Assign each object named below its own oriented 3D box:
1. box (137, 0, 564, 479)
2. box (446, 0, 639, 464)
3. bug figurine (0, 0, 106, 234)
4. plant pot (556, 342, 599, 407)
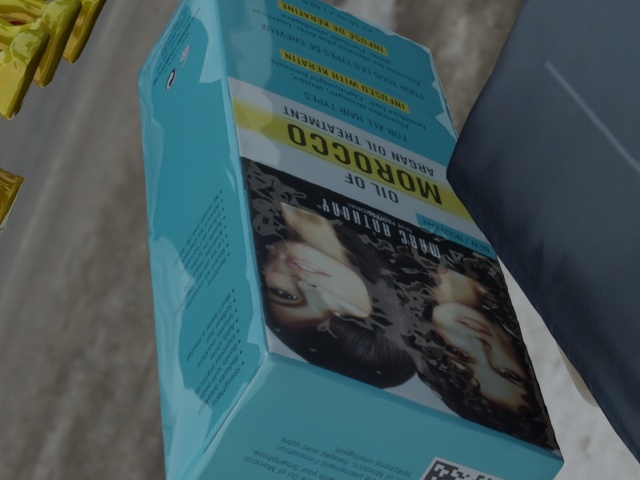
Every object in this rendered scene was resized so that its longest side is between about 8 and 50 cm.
[{"bbox_3d":[0.000,0.000,0.653,0.060,0.101,0.244,-57,24,27],"label":"box"},{"bbox_3d":[0.301,-0.071,0.342,0.471,0.297,0.480,-63,25,20],"label":"box"},{"bbox_3d":[-0.075,-0.086,0.383,0.279,0.072,0.216,-59,-2,35],"label":"bug figurine"},{"bbox_3d":[0.276,-0.019,1.204,0.280,0.323,0.323,-16,45,15],"label":"plant pot"}]
